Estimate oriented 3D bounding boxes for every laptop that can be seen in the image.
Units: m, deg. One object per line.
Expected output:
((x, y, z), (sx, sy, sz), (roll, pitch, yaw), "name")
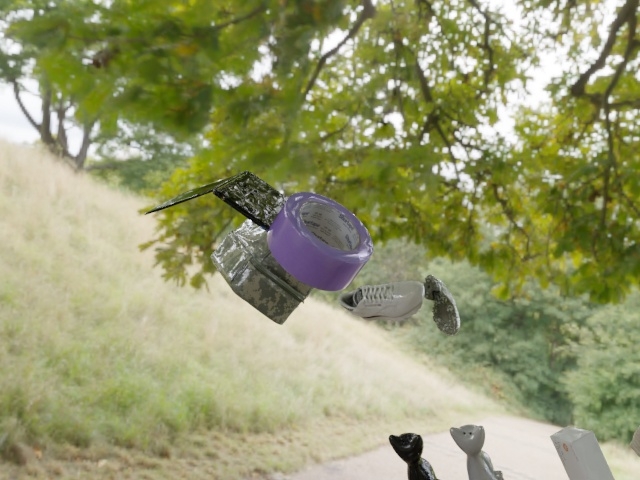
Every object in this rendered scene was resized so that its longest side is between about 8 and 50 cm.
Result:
((-0.188, -0.057, 1.378), (0.264, 0.137, 0.234), (35, 20, 0), "laptop")

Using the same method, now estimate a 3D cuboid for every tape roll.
((0.000, 0.000, 1.226), (0.188, 0.080, 0.189), (24, 32, -16), "tape roll")

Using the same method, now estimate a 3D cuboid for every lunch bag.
((-0.122, 0.044, 1.761), (0.212, 0.256, 0.305), (38, 1, -27), "lunch bag")

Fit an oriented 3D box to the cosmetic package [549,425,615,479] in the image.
((0.589, 0.528, 1.408), (0.060, 0.239, 0.099), (-22, -5, -14), "cosmetic package")

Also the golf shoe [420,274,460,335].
((0.308, 0.158, 1.578), (0.086, 0.069, 0.176), (20, 35, -34), "golf shoe")

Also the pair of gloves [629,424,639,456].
((0.459, 0.254, 0.721), (0.042, 0.240, 0.204), (-17, 53, -24), "pair of gloves")

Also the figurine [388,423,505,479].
((0.270, 0.470, 1.375), (0.214, 0.210, 0.092), (-15, 27, 19), "figurine")

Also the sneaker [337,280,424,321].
((0.146, 0.141, 1.563), (0.094, 0.090, 0.235), (30, -34, -32), "sneaker")
